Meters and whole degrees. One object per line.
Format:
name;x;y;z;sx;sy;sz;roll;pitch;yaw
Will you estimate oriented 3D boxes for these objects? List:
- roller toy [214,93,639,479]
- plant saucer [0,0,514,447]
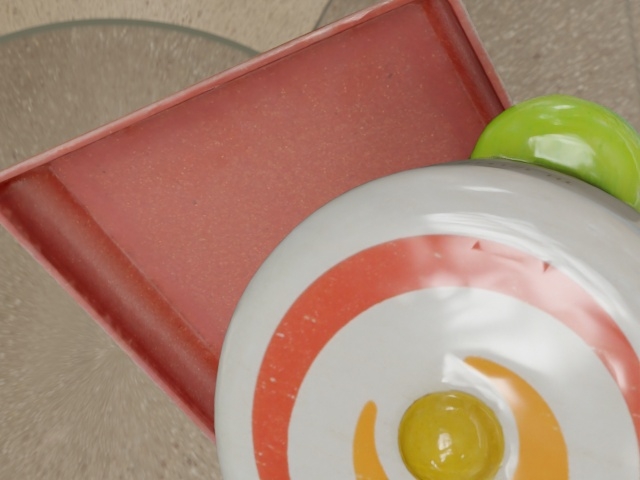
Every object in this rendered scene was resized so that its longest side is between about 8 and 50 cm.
roller toy;0.064;0.066;0.455;0.191;0.146;0.209;-26;87;19
plant saucer;0.000;0.000;0.626;0.258;0.048;0.259;-21;129;19
